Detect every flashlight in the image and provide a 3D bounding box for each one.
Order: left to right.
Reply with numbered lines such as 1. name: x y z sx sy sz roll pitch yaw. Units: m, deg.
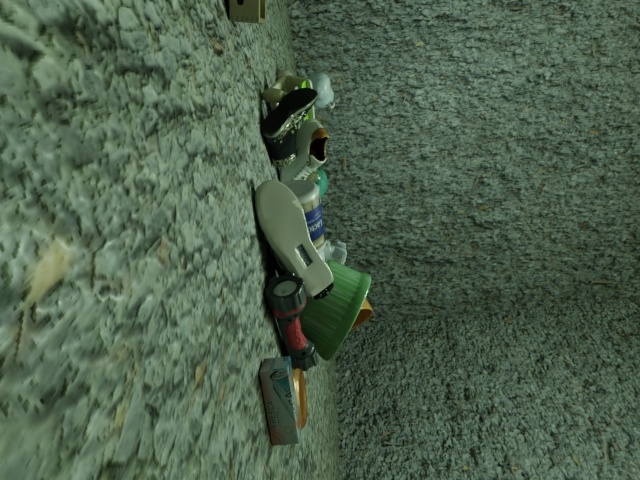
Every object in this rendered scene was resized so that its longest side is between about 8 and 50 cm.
1. flashlight: -0.064 0.226 1.113 0.103 0.103 0.304 -122 -165 -53

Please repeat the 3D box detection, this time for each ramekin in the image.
1. ramekin: 0.025 0.210 1.344 0.304 0.148 0.303 -62 180 0

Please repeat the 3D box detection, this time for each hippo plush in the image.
1. hippo plush: -0.055 -0.617 1.877 0.294 0.236 0.235 75 8 -66

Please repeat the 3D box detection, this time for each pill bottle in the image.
1. pill bottle: -0.063 -0.037 1.285 0.153 0.153 0.265 -91 173 -59

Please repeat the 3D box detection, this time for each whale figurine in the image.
1. whale figurine: -0.043 -0.176 1.632 0.216 0.141 0.272 -45 -144 41

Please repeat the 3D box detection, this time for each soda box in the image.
1. soda box: -0.085 0.346 0.910 0.058 0.062 0.183 -84 167 -75

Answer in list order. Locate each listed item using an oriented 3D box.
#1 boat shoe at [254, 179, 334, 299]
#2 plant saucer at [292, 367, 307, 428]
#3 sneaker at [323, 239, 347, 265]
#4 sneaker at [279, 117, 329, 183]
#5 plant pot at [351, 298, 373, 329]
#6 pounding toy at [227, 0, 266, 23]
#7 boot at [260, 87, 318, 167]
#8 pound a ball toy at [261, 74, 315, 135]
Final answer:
1. boat shoe: -0.100 0.005 1.128 0.158 0.127 0.341 2 -59 56
2. plant saucer: -0.068 0.452 1.223 0.200 0.037 0.200 -7 90 -87
3. sneaker: 0.000 0.000 1.799 0.137 0.209 0.367 -87 170 -73
4. sneaker: -0.056 -0.264 1.460 0.123 0.105 0.290 50 -47 32
5. plant pot: 0.046 0.266 1.773 0.291 0.290 0.204 76 -10 -64
6. pounding toy: -0.186 -0.600 1.008 0.130 0.100 0.141 -89 -178 -65
7. boot: -0.092 -0.360 1.353 0.236 0.085 0.179 -50 158 -23
8. pound a ball toy: -0.127 -0.427 1.487 0.208 0.135 0.319 -56 154 -35
